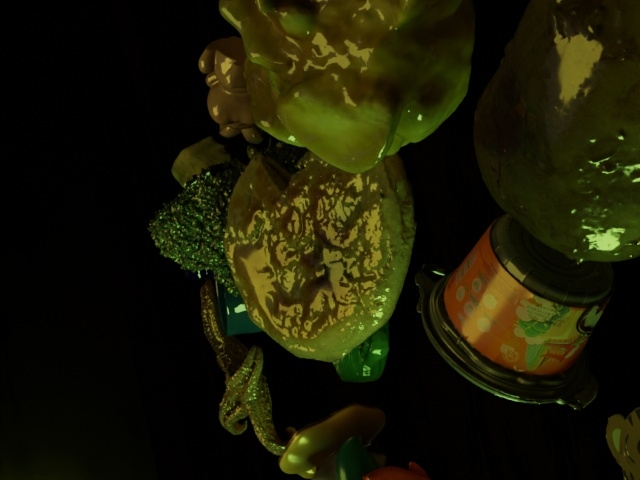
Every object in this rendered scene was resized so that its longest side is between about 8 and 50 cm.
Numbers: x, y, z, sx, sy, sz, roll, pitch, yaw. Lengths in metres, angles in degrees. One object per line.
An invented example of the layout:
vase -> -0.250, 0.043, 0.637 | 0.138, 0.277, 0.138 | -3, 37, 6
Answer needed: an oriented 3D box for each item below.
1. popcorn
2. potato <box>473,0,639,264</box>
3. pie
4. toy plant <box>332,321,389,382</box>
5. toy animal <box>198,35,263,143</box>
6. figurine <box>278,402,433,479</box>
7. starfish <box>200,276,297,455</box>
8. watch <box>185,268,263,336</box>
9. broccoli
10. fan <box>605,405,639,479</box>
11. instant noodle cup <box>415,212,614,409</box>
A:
popcorn -> 0.050, -0.253, 1.416 | 0.292, 0.293, 0.334 | 17, 132, 17
potato -> 0.230, -0.109, 1.069 | 0.307, 0.173, 0.210 | 101, 153, -53
pie -> 0.000, 0.000, 1.743 | 0.337, 0.075, 0.338 | -2, 87, 44
toy plant -> 0.040, 0.077, 1.823 | 0.154, 0.088, 0.240 | 119, 139, -60
toy animal -> -0.124, -0.213, 2.081 | 0.212, 0.124, 0.124 | 89, 159, -44
figurine -> 0.069, 0.359, 1.791 | 0.208, 0.181, 0.257 | -55, 51, 26
starfish -> -0.139, 0.232, 2.350 | 0.303, 0.113, 0.312 | -121, 18, -49
watch -> -0.130, 0.054, 2.190 | 0.196, 0.171, 0.200 | -93, 1, -51
broccoli -> -0.159, -0.055, 2.024 | 0.361, 0.221, 0.252 | 3, 62, 59
fan -> 0.330, 0.214, 1.218 | 0.227, 0.008, 0.153 | 124, 131, -65
instant noodle cup -> 0.201, 0.050, 1.273 | 0.125, 0.208, 0.177 | -64, -5, 36
